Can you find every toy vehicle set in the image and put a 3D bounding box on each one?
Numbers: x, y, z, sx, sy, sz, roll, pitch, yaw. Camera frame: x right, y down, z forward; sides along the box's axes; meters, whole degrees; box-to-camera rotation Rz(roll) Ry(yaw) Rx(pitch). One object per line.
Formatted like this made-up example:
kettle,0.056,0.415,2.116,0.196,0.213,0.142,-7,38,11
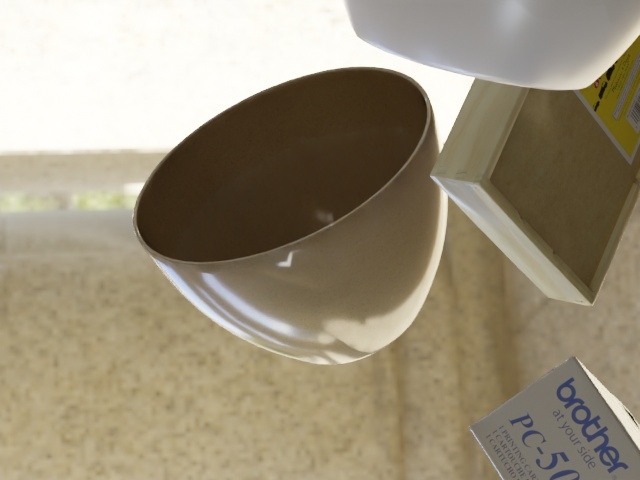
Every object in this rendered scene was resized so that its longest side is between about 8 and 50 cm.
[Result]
toy vehicle set,0.174,-0.112,0.962,0.035,0.166,0.267,12,70,40

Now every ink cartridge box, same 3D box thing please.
ink cartridge box,0.132,0.141,0.499,0.207,0.046,0.097,58,-171,24

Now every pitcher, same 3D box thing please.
pitcher,0.059,-0.168,0.515,0.178,0.125,0.207,33,116,52

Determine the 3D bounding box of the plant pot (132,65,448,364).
plant pot,0.000,0.000,1.384,0.284,0.284,0.191,-110,-6,-59
